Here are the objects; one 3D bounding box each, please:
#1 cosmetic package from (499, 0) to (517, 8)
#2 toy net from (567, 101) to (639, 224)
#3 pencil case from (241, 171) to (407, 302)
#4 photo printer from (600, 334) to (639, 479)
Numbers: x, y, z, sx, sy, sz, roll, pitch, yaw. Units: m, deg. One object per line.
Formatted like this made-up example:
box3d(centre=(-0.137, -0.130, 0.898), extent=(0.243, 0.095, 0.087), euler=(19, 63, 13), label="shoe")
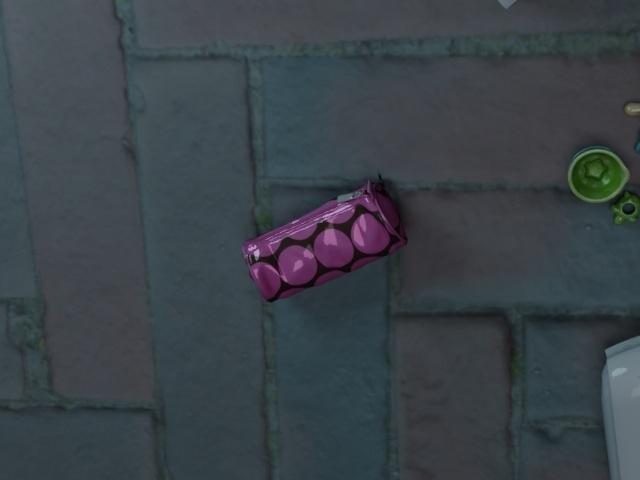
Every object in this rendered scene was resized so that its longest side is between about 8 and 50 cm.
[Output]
box3d(centre=(0.280, -0.355, 1.235), extent=(0.239, 0.099, 0.060), euler=(-38, 103, 22), label="cosmetic package")
box3d(centre=(0.402, -0.119, 1.333), extent=(0.122, 0.045, 0.232), euler=(42, 112, -6), label="toy net")
box3d(centre=(0.000, 0.000, 1.431), extent=(0.209, 0.095, 0.098), euler=(-27, 139, 17), label="pencil case")
box3d(centre=(0.487, 0.248, 1.429), extent=(0.256, 0.107, 0.307), euler=(-6, 110, 13), label="photo printer")
